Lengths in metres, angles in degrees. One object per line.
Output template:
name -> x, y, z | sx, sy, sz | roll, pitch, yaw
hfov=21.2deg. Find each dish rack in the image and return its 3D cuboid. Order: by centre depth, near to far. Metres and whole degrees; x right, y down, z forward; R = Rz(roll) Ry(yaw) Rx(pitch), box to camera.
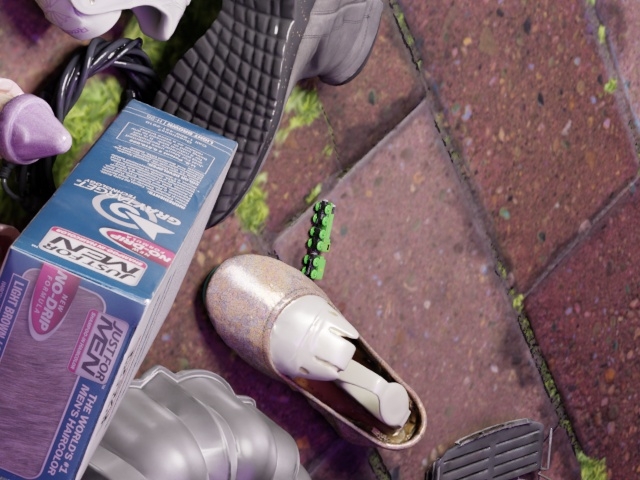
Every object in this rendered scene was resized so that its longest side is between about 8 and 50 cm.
dish rack -> 0.205, 0.345, 1.971 | 0.208, 0.074, 0.271 | -13, 112, -40

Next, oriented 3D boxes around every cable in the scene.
cable -> -0.189, -0.089, 1.482 | 0.150, 0.047, 0.184 | 35, 79, -43

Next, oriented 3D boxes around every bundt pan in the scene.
bundt pan -> -0.128, 0.286, 1.557 | 0.331, 0.124, 0.330 | -16, 114, -39

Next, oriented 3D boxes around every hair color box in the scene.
hair color box -> -0.167, 0.030, 1.305 | 0.347, 0.105, 0.174 | -72, -175, -68

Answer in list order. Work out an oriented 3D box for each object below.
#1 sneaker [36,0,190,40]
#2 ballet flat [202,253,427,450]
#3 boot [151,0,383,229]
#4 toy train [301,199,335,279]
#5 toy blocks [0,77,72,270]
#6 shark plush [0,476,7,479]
sneaker -> -0.206, -0.245, 1.366 | 0.305, 0.114, 0.152 | 15, 93, -44
ballet flat -> 0.011, 0.115, 1.693 | 0.316, 0.106, 0.107 | 41, 76, -42
boot -> -0.027, -0.157, 1.545 | 0.338, 0.118, 0.223 | -65, 158, 9
toy train -> 0.000, 0.000, 1.707 | 0.024, 0.017, 0.083 | 3, 102, -53
toy blocks -> -0.324, 0.019, 1.214 | 0.289, 0.260, 0.309 | 9, 98, -57
shark plush -> -0.300, 0.216, 1.445 | 0.161, 0.067, 0.073 | -7, 114, -21
